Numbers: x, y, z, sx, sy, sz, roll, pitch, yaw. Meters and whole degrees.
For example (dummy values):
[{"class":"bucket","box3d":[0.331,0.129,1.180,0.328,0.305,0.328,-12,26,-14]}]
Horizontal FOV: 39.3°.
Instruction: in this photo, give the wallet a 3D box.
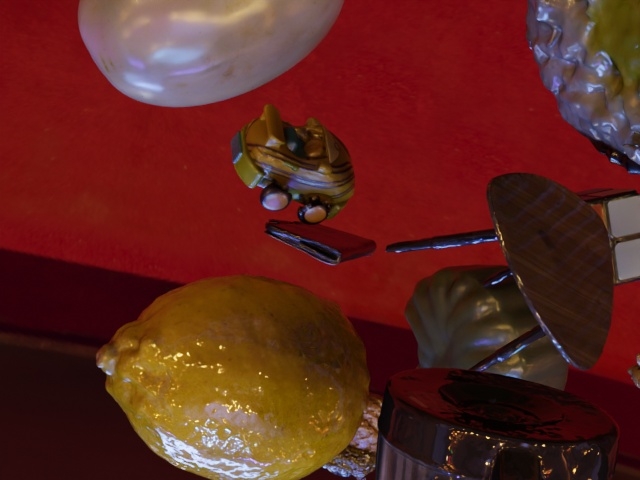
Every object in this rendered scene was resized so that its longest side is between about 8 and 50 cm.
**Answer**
[{"class":"wallet","box3d":[0.000,0.000,1.768,0.173,0.318,0.045,21,97,12]}]

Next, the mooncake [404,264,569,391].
[{"class":"mooncake","box3d":[0.314,0.218,1.760,0.188,0.351,0.351,-5,102,-36]}]

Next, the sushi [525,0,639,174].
[{"class":"sushi","box3d":[0.384,-0.235,0.886,0.294,0.281,0.299,-28,122,-20]}]

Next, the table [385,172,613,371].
[{"class":"table","box3d":[0.286,0.084,1.432,0.317,0.249,0.317,21,56,-36]}]

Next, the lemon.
[{"class":"lemon","box3d":[-0.098,0.174,1.126,0.316,0.285,0.285,-7,101,-1]}]

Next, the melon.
[{"class":"melon","box3d":[-0.116,-0.277,1.016,0.317,0.223,0.223,-30,104,-2]}]

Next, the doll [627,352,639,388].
[{"class":"doll","box3d":[0.553,0.205,1.503,0.062,0.051,0.093,-2,122,-38]}]

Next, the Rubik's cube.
[{"class":"Rubik's cube","box3d":[0.528,-0.003,1.776,0.167,0.183,0.180,-12,99,-12]}]

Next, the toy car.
[{"class":"toy car","box3d":[-0.034,-0.151,1.642,0.248,0.200,0.142,18,132,-32]}]

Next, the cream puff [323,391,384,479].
[{"class":"cream puff","box3d":[0.064,0.355,1.616,0.184,0.183,0.168,18,82,-13]}]

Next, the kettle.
[{"class":"kettle","box3d":[0.149,0.275,0.785,0.208,0.251,0.271,4,100,-32]}]
